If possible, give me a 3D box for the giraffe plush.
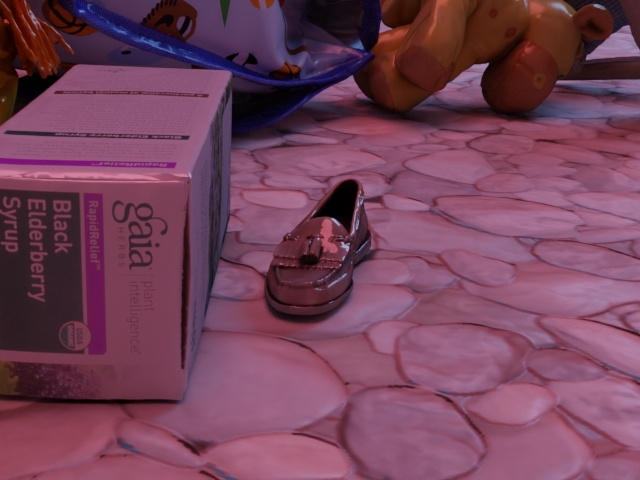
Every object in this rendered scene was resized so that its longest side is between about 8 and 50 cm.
[{"bbox_3d":[0.155,-0.186,0.983,0.170,0.210,0.181,27,7,-19],"label":"giraffe plush"}]

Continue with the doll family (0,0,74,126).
[{"bbox_3d":[-0.225,-0.100,0.641,0.118,0.163,0.263,-11,22,-33],"label":"doll family"}]

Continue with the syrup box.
[{"bbox_3d":[-0.096,-0.018,0.519,0.096,0.093,0.237,2,19,0],"label":"syrup box"}]

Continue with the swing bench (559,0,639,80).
[{"bbox_3d":[0.288,-0.269,1.010,0.165,0.253,0.255,-41,33,-11],"label":"swing bench"}]

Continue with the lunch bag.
[{"bbox_3d":[-0.169,-0.223,0.890,0.328,0.239,0.385,11,1,30],"label":"lunch bag"}]

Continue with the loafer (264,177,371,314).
[{"bbox_3d":[0.000,0.000,0.559,0.045,0.039,0.125,7,19,12],"label":"loafer"}]
